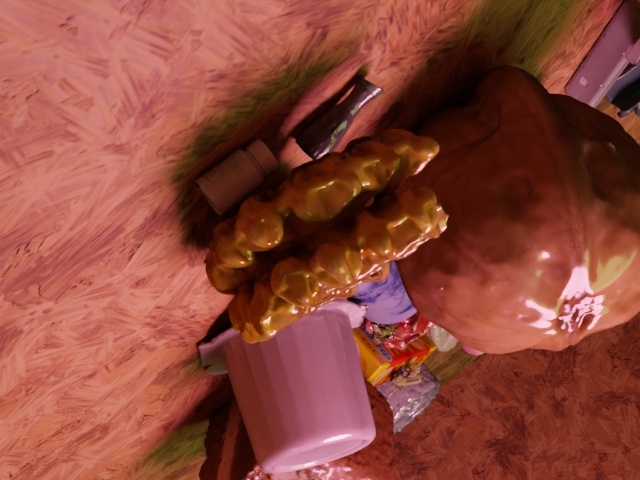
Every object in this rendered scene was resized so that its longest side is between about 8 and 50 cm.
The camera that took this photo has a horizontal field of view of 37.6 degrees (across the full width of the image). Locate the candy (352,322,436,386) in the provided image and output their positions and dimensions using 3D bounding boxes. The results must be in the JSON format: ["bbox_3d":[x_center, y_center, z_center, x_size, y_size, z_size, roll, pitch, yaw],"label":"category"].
[{"bbox_3d":[0.108,0.205,1.856,0.088,0.146,0.276,-49,158,22],"label":"candy"}]

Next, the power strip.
[{"bbox_3d":[0.458,-0.290,1.502,0.027,0.060,0.253,-28,158,-32],"label":"power strip"}]

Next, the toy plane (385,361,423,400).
[{"bbox_3d":[0.166,0.267,1.822,0.102,0.040,0.111,-50,160,28],"label":"toy plane"}]

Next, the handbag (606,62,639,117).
[{"bbox_3d":[0.644,-0.311,1.681,0.268,0.100,0.274,-36,170,21],"label":"handbag"}]

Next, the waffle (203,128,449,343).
[{"bbox_3d":[0.000,0.000,1.070,0.261,0.151,0.324,-26,171,-14],"label":"waffle"}]

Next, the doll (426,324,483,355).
[{"bbox_3d":[0.311,0.129,2.045,0.284,0.216,0.268,-56,146,-23],"label":"doll"}]

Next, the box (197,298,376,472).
[{"bbox_3d":[-0.050,0.235,1.416,0.291,0.206,0.262,-31,154,28],"label":"box"}]

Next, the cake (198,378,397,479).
[{"bbox_3d":[-0.042,0.384,1.649,0.290,0.255,0.282,-47,-158,33],"label":"cake"}]

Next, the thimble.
[{"bbox_3d":[0.161,0.379,2.331,0.250,0.172,0.205,-35,157,-23],"label":"thimble"}]

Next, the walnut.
[{"bbox_3d":[0.258,-0.034,1.232,0.383,0.384,0.384,-35,161,-14],"label":"walnut"}]

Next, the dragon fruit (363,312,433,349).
[{"bbox_3d":[0.133,0.130,1.741,0.135,0.137,0.236,-51,156,24],"label":"dragon fruit"}]

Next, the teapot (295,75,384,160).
[{"bbox_3d":[0.023,-0.138,1.057,0.111,0.043,0.043,-46,161,9],"label":"teapot"}]

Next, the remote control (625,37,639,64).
[{"bbox_3d":[0.519,-0.312,1.444,0.077,0.022,0.245,-53,167,31],"label":"remote control"}]

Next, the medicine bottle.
[{"bbox_3d":[-0.087,-0.068,0.993,0.083,0.047,0.047,-37,162,-8],"label":"medicine bottle"}]

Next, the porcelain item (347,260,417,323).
[{"bbox_3d":[0.087,0.058,1.498,0.141,0.141,0.259,-44,153,12],"label":"porcelain item"}]
